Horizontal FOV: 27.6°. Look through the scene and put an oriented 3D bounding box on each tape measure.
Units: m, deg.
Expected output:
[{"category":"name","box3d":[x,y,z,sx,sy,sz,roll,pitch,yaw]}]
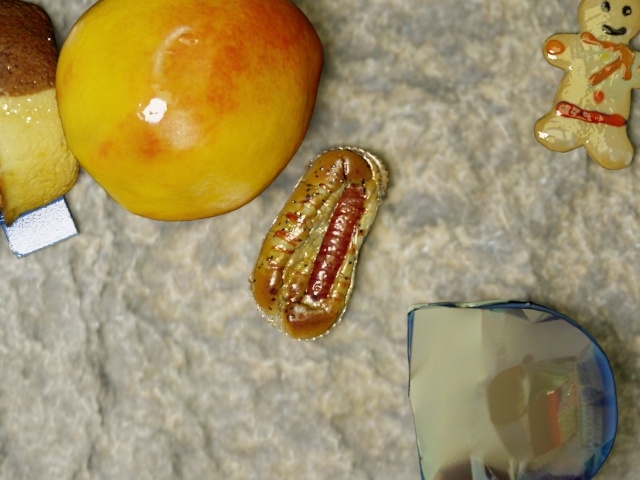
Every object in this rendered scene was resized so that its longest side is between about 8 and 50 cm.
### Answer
[{"category":"tape measure","box3d":[0.230,0.195,1.606,0.262,0.138,0.259,-6,92,-5]}]

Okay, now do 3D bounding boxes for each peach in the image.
[{"category":"peach","box3d":[-0.144,-0.180,1.506,0.308,0.289,0.289,-26,92,1]}]

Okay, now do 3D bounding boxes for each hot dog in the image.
[{"category":"hot dog","box3d":[0.000,0.000,1.620,0.131,0.069,0.253,24,87,-4]}]

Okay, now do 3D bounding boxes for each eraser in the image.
[{"category":"eraser","box3d":[-0.348,-0.021,1.610,0.084,0.027,0.063,-23,92,-4]}]

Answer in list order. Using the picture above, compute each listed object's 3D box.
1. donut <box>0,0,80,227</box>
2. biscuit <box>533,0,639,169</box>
[{"category":"donut","box3d":[-0.354,-0.179,1.544,0.112,0.151,0.295,-12,84,-15]},{"category":"biscuit","box3d":[0.356,-0.217,1.672,0.153,0.030,0.234,16,89,-7]}]
